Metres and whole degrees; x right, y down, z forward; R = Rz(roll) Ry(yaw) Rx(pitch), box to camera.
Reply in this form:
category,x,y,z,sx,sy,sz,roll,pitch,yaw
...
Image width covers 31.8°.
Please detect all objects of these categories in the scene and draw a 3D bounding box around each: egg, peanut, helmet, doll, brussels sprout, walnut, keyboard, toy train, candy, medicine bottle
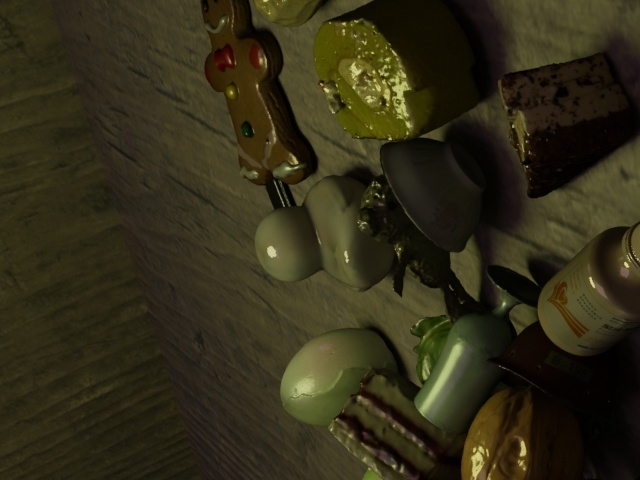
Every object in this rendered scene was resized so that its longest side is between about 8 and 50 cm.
category,x,y,z,sx,sy,sz,roll,pitch,yaw
egg,0.029,0.263,2.103,0.183,0.217,0.183,53,157,35
peanut,-0.039,-0.406,1.719,0.111,0.125,0.274,67,159,6
helmet,0.314,0.150,1.460,0.175,0.106,0.155,22,-179,18
doll,0.152,0.028,1.640,0.091,0.203,0.285,-2,107,48
brussels sprout,0.219,0.203,1.783,0.139,0.101,0.181,109,146,-43
walnut,0.269,0.294,1.495,0.159,0.159,0.206,6,87,65
doll,0.000,0.000,1.921,0.251,0.221,0.221,35,142,52
keyboard,-0.063,-0.039,2.266,0.230,0.025,0.094,68,160,-3
toy train,0.360,0.245,1.546,0.093,0.056,0.038,14,110,62
candy,0.164,0.319,1.757,0.179,0.135,0.321,39,-178,30
medicine bottle,0.349,0.045,1.302,0.114,0.114,0.252,60,156,16

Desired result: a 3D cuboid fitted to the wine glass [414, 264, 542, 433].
category,x,y,z,sx,sy,sz,roll,pitch,yaw
wine glass,0.222,0.156,1.569,0.103,0.103,0.231,46,118,41

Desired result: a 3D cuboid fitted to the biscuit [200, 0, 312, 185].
category,x,y,z,sx,sy,sz,roll,pitch,yaw
biscuit,-0.155,-0.307,2.132,0.283,0.064,0.431,1,110,61

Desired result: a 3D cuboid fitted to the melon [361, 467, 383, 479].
category,x,y,z,sx,sy,sz,roll,pitch,yaw
melon,0.196,0.608,2.086,0.344,0.226,0.331,27,125,38

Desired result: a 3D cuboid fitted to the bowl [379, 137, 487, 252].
category,x,y,z,sx,sy,sz,roll,pitch,yaw
bowl,0.175,-0.084,1.567,0.086,0.189,0.189,-36,74,24

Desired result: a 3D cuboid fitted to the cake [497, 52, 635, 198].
category,x,y,z,sx,sy,sz,roll,pitch,yaw
cake,0.296,-0.132,1.348,0.246,0.135,0.112,40,-147,-74

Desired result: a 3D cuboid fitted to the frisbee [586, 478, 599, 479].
category,x,y,z,sx,sy,sz,roll,pitch,yaw
frisbee,0.441,0.464,1.630,0.251,0.021,0.250,50,154,36

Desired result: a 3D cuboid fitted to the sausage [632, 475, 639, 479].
category,x,y,z,sx,sy,sz,roll,pitch,yaw
sausage,0.460,0.458,1.458,0.317,0.125,0.117,61,157,5

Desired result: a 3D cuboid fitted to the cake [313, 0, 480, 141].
category,x,y,z,sx,sy,sz,roll,pitch,yaw
cake,0.100,-0.241,1.546,0.260,0.156,0.179,10,127,62

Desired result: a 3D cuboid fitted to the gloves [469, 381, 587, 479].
category,x,y,z,sx,sy,sz,roll,pitch,yaw
gloves,0.311,0.292,1.617,0.212,0.128,0.111,32,117,26
